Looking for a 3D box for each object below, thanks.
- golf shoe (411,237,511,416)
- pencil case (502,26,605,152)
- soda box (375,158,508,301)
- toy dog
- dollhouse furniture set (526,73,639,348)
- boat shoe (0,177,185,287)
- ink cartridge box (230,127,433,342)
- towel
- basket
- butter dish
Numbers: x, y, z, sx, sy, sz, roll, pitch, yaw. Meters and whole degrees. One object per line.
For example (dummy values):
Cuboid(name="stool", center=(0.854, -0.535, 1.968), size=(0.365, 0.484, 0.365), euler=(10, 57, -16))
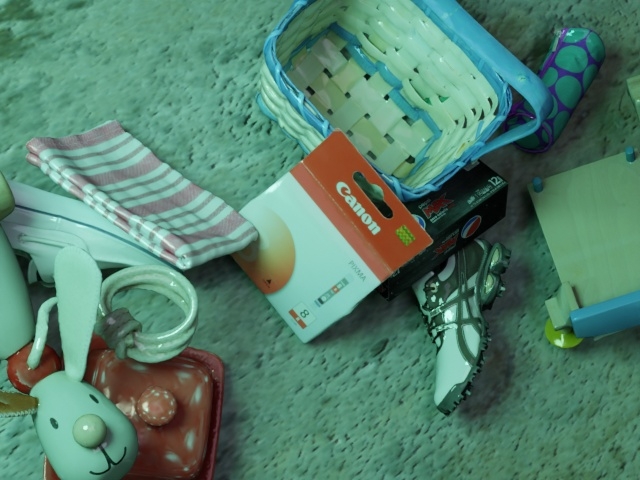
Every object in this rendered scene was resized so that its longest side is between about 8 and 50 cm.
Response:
Cuboid(name="golf shoe", center=(0.131, 0.084, 1.258), size=(0.093, 0.077, 0.198), euler=(19, 62, -2))
Cuboid(name="pencil case", center=(0.264, -0.173, 1.381), size=(0.070, 0.064, 0.152), euler=(43, 63, -21))
Cuboid(name="soda box", center=(0.114, -0.013, 1.242), size=(0.169, 0.060, 0.053), euler=(-34, 57, -21))
Cuboid(name="toy dog", center=(-0.265, 0.040, 0.975), size=(0.333, 0.161, 0.220), euler=(29, 69, 2))
Cuboid(name="dollhouse furniture set", center=(0.367, -0.023, 1.375), size=(0.303, 0.198, 0.286), euler=(-20, 56, 6))
Cuboid(name="boat shoe", center=(-0.251, 0.003, 1.137), size=(0.258, 0.095, 0.084), euler=(17, 80, -8))
Cuboid(name="ink cartridge box", center=(0.000, 0.000, 1.173), size=(0.145, 0.179, 0.045), euler=(50, 41, 0))
Cuboid(name="towel", center=(-0.162, -0.045, 1.135), size=(0.197, 0.029, 0.144), euler=(34, 23, 12))
Cuboid(name="basket", center=(0.068, -0.167, 1.183), size=(0.255, 0.289, 0.201), euler=(46, 70, -5))
Cuboid(name="butter dish", center=(-0.157, 0.158, 1.099), size=(0.159, 0.118, 0.160), euler=(12, 70, -17))
